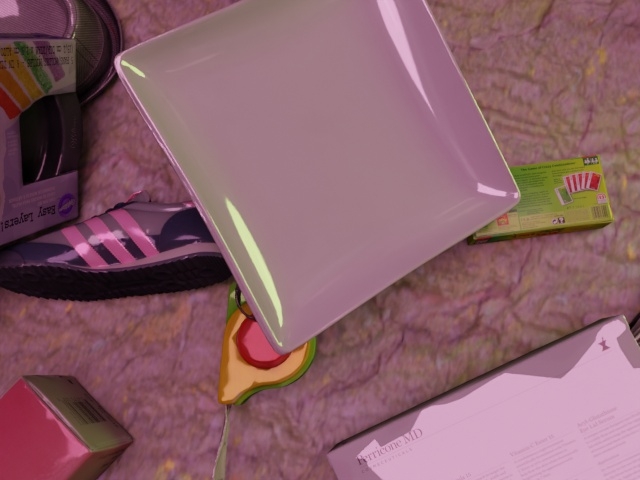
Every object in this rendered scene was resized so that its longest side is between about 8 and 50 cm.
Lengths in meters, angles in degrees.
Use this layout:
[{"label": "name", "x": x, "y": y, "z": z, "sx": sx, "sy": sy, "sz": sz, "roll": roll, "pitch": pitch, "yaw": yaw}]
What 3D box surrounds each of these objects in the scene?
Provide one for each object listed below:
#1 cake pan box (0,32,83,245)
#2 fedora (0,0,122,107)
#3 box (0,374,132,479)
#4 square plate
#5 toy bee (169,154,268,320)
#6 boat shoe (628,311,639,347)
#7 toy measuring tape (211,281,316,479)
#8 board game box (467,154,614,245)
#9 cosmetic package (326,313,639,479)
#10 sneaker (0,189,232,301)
[{"label": "cake pan box", "x": -0.393, "y": -0.115, "z": 0.787, "sx": 0.070, "sy": 0.267, "sz": 0.245, "roll": 15, "pitch": 110, "yaw": 18}, {"label": "fedora", "x": -0.422, "y": -0.300, "z": 0.935, "sx": 0.275, "sy": 0.124, "sz": 0.243, "roll": 31, "pitch": 81, "yaw": 9}, {"label": "box", "x": -0.365, "y": 0.286, "z": 0.793, "sx": 0.127, "sy": 0.148, "sz": 0.232, "roll": 42, "pitch": 84, "yaw": 10}, {"label": "square plate", "x": 0.013, "y": -0.111, "z": 0.731, "sx": 0.347, "sy": 0.049, "sz": 0.344, "roll": -31, "pitch": 98, "yaw": -17}, {"label": "toy bee", "x": -0.091, "y": -0.078, "z": 0.823, "sx": 0.195, "sy": 0.162, "sz": 0.298, "roll": 13, "pitch": 104, "yaw": 12}, {"label": "boat shoe", "x": 0.444, "y": 0.072, "z": 0.832, "sx": 0.070, "sy": 0.078, "sz": 0.219, "roll": 36, "pitch": 85, "yaw": 12}, {"label": "toy measuring tape", "x": -0.065, "y": 0.188, "z": 0.818, "sx": 0.121, "sy": 0.121, "sz": 0.330, "roll": 3, "pitch": 78, "yaw": 4}, {"label": "board game box", "x": 0.282, "y": -0.052, "z": 0.886, "sx": 0.181, "sy": 0.043, "sz": 0.092, "roll": -7, "pitch": 77, "yaw": 1}, {"label": "cosmetic package", "x": 0.237, "y": 0.294, "z": 0.770, "sx": 0.377, "sy": 0.097, "sz": 0.284, "roll": -26, "pitch": 80, "yaw": 4}, {"label": "sneaker", "x": -0.271, "y": 0.001, "z": 0.885, "sx": 0.319, "sy": 0.112, "sz": 0.131, "roll": -4, "pitch": 61, "yaw": -1}]
